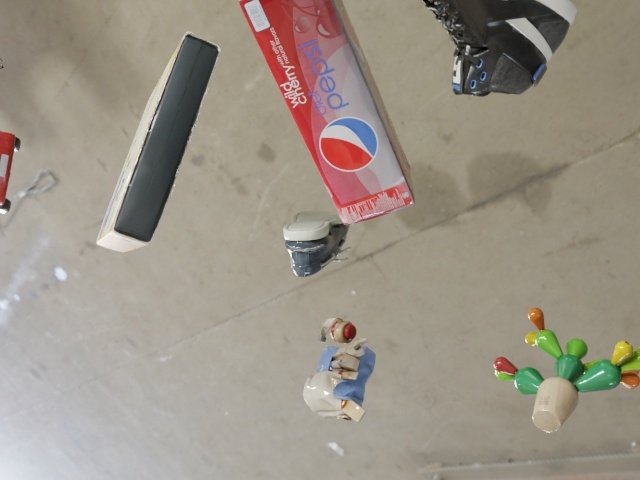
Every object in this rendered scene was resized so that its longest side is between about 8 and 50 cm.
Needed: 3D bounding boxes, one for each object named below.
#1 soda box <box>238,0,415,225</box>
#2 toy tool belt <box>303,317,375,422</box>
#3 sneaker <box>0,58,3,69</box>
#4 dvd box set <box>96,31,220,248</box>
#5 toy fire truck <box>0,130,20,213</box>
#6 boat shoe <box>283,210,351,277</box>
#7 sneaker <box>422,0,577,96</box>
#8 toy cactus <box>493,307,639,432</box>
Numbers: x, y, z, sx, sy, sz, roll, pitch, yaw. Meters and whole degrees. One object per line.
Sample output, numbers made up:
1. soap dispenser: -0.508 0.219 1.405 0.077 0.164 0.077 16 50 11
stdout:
1. soda box: 0.013 -0.150 0.802 0.083 0.092 0.263 -19 117 13
2. toy tool belt: 0.025 0.103 0.626 0.051 0.083 0.052 -4 150 41
3. sneaker: -0.446 -0.250 1.000 0.038 0.069 0.098 -20 125 19
4. dvd box set: -0.277 -0.135 1.277 0.062 0.308 0.420 20 171 -17
5. toy fire truck: -0.274 -0.039 0.500 0.135 0.047 0.192 10 167 -26
6. boat shoe: 0.000 0.000 1.242 0.095 0.254 0.079 -1 100 7
7. sneaker: 0.129 -0.203 0.729 0.216 0.121 0.079 20 -172 -17
8. toy cactus: 0.311 0.167 0.989 0.219 0.180 0.112 -2 114 33
